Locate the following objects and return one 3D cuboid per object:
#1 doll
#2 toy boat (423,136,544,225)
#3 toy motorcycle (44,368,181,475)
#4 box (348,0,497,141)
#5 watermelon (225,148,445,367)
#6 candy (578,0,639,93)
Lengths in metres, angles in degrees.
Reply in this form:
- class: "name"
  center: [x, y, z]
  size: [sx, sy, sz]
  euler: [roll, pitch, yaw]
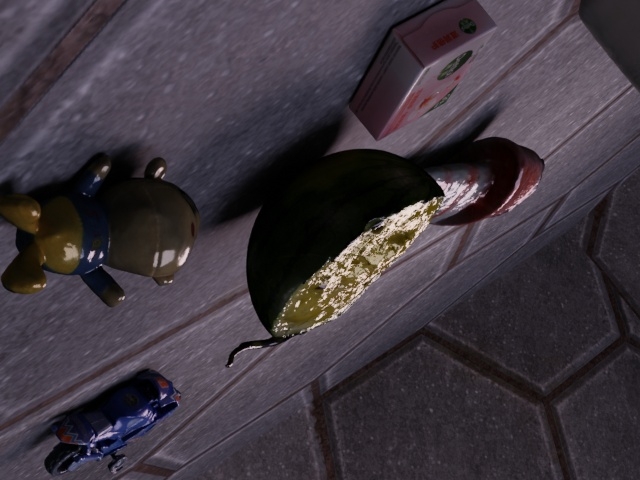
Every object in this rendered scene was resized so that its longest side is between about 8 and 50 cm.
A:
- class: "doll"
  center: [-0.137, -0.008, 0.753]
  size: [0.089, 0.102, 0.179]
  euler: [5, -166, 26]
- class: "toy boat"
  center: [0.137, -0.061, 1.404]
  size: [0.206, 0.096, 0.282]
  euler: [-27, 168, 40]
- class: "toy motorcycle"
  center: [-0.243, 0.218, 1.375]
  size: [0.205, 0.076, 0.114]
  euler: [-25, 155, -41]
- class: "box"
  center: [0.084, -0.146, 0.953]
  size: [0.089, 0.043, 0.125]
  euler: [-32, 168, -25]
- class: "watermelon"
  center: [0.006, -0.005, 1.064]
  size: [0.232, 0.127, 0.204]
  euler: [-47, 166, 34]
- class: "candy"
  center: [0.451, -0.169, 1.198]
  size: [0.145, 0.359, 0.208]
  euler: [-43, 171, 29]
